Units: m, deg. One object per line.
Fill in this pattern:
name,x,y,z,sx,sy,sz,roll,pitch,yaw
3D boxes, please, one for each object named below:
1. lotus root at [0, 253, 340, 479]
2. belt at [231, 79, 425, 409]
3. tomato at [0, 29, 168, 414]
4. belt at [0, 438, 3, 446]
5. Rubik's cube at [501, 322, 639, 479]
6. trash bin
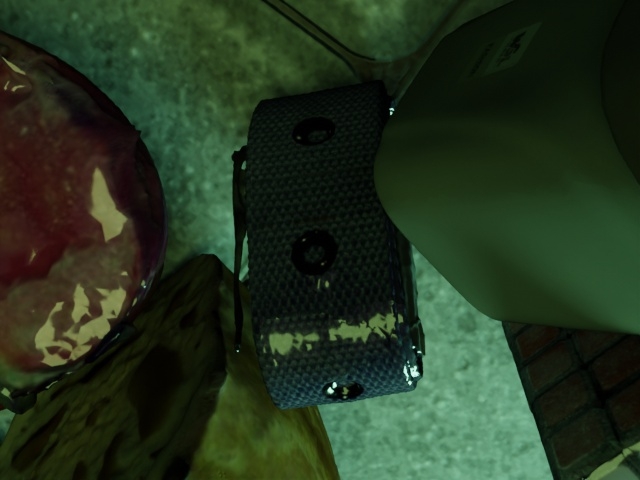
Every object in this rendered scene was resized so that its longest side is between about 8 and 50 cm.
lotus root,-0.120,0.215,0.709,0.316,0.316,0.250,-29,116,17
belt,0.000,0.000,0.638,0.126,0.230,0.139,-8,150,9
tomato,-0.257,-0.014,0.681,0.335,0.176,0.290,-29,88,12
belt,-0.286,0.248,0.840,0.072,0.087,0.302,-41,104,16
Rubik's cube,0.299,0.112,0.641,0.238,0.237,0.237,-39,108,18
trash bin,0.182,-0.051,0.505,0.219,0.220,0.250,45,154,-22
